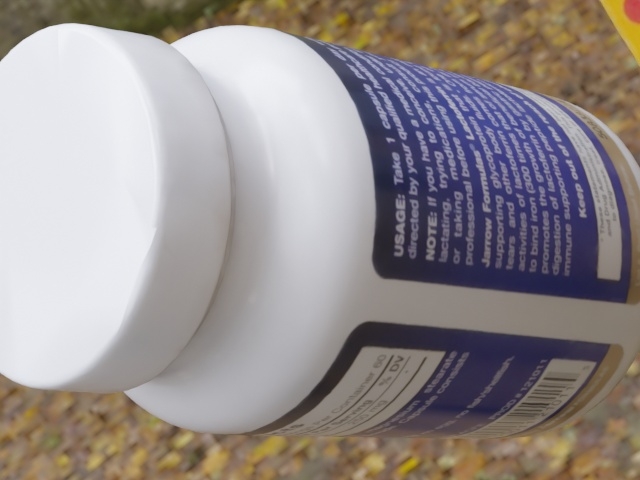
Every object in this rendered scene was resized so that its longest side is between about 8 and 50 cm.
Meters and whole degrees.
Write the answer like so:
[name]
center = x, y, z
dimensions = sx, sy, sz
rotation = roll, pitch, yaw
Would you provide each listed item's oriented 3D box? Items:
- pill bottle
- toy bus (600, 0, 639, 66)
[pill bottle]
center = 0.000, 0.000, 0.661
dimensions = 0.153, 0.153, 0.264
rotation = -13, -14, 43
[toy bus]
center = 0.188, -0.120, 0.488
dimensions = 0.108, 0.130, 0.332
rotation = -35, -5, 38
